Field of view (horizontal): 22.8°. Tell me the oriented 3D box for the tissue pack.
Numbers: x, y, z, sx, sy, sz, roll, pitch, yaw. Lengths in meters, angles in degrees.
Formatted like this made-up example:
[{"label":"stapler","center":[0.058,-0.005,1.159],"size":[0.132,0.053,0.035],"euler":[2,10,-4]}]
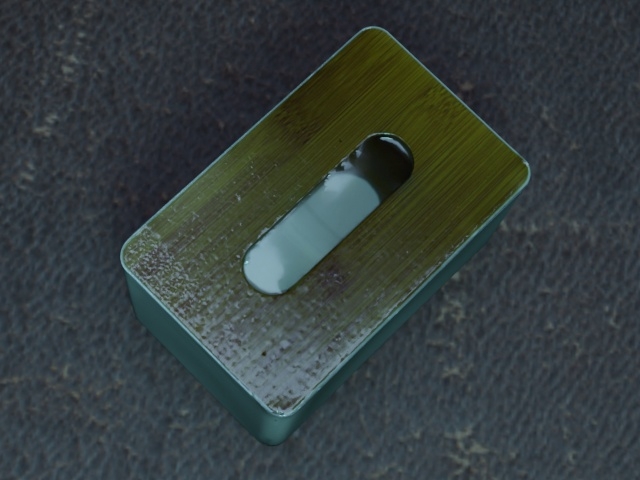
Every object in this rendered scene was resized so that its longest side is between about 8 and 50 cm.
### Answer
[{"label":"tissue pack","center":[0.001,0.001,1.103],"size":[0.159,0.136,0.246],"euler":[44,75,9]}]
